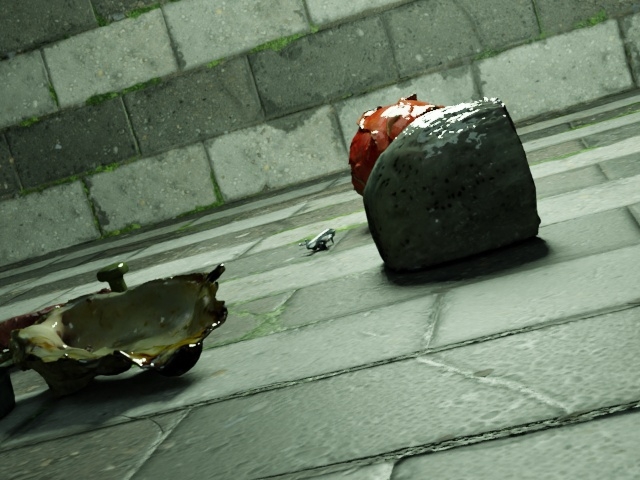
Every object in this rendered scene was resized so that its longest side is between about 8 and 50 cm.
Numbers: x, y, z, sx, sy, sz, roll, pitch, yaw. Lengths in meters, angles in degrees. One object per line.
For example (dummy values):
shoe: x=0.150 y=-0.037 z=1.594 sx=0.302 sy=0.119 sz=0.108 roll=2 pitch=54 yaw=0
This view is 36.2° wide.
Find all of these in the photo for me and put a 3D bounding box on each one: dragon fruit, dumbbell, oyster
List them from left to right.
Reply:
oyster: x=-0.275 y=0.135 z=1.245 sx=0.361 sy=0.096 sz=0.221 roll=-14 pitch=13 yaw=21
dumbbell: x=-0.298 y=0.092 z=1.488 sx=0.046 sy=0.118 sz=0.052 roll=-19 pitch=9 yaw=12
dragon fruit: x=0.177 y=-0.160 z=1.892 sx=0.252 sy=0.241 sz=0.241 roll=-29 pitch=2 yaw=27
dragon fruit: x=0.168 y=-0.084 z=1.436 sx=0.221 sy=0.204 sz=0.283 roll=-18 pitch=7 yaw=-6

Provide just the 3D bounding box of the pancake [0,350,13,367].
pancake: x=-0.530 y=0.200 z=1.594 sx=0.108 sy=0.017 sz=0.108 roll=-13 pitch=10 yaw=2

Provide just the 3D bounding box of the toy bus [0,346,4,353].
toy bus: x=-0.590 y=0.185 z=1.723 sx=0.031 sy=0.043 sz=0.110 roll=-22 pitch=9 yaw=-34

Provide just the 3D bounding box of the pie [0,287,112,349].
pie: x=-0.443 y=0.134 z=1.654 sx=0.219 sy=0.054 sz=0.204 roll=-18 pitch=0 yaw=-42

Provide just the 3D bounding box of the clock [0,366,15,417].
clock: x=-0.502 y=0.226 z=1.251 sx=0.226 sy=0.049 sz=0.226 roll=-16 pitch=9 yaw=3

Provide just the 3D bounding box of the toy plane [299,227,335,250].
toy plane: x=0.000 y=0.000 z=1.822 sx=0.083 sy=0.031 sz=0.078 roll=-24 pitch=11 yaw=-42
